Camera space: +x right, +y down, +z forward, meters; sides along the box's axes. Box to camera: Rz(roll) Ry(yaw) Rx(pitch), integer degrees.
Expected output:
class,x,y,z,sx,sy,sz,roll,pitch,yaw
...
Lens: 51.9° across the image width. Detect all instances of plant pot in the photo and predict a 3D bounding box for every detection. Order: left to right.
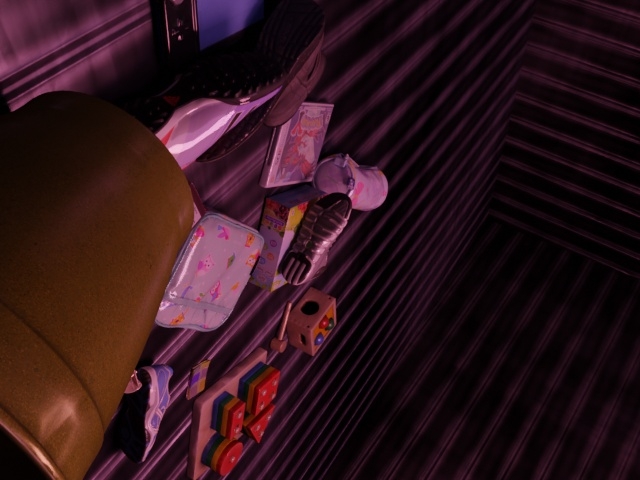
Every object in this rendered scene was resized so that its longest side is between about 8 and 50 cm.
class,x,y,z,sx,sy,sz,roll,pitch,yaw
plant pot,-0.315,0.033,0.674,0.366,0.367,0.353,90,20,-45

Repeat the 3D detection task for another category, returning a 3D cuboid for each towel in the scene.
class,x,y,z,sx,sy,sz,roll,pitch,yaw
towel,-0.268,0.304,1.439,0.060,0.009,0.083,-23,133,-58

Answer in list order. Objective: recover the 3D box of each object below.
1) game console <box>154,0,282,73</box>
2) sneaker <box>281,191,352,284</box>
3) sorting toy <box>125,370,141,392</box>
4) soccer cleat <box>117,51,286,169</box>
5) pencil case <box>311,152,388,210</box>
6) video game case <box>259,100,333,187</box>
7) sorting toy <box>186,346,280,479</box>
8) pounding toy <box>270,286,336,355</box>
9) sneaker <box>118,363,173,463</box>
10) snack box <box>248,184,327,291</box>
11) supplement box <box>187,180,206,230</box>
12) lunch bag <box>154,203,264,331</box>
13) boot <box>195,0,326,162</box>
class,x,y,z,sx,sy,sz,roll,pitch,yaw
game console,-0.082,-0.381,0.944,0.293,0.173,0.250,-44,149,-41
sneaker,0.000,0.000,1.469,0.228,0.086,0.132,-55,163,0
sorting toy,-0.356,0.239,1.136,0.075,0.045,0.083,-39,147,-35
soccer cleat,-0.186,-0.174,0.963,0.318,0.108,0.116,-35,151,-25
pencil case,0.078,-0.140,1.631,0.273,0.114,0.124,5,94,-67
video game case,-0.047,-0.207,1.398,0.201,0.023,0.183,-19,130,-61
sorting toy,-0.203,0.438,1.616,0.257,0.089,0.255,-35,143,-52
pounding toy,-0.041,0.232,1.765,0.206,0.094,0.181,-51,154,-33
sneaker,-0.324,0.329,1.243,0.081,0.080,0.211,-17,129,-58
snack box,-0.071,-0.008,1.485,0.174,0.070,0.207,-28,138,-57
supplement box,-0.273,-0.015,0.977,0.188,0.104,0.081,-56,156,-24
lunch bag,-0.218,0.053,1.163,0.224,0.108,0.279,-65,158,-2
boot,-0.100,-0.237,1.134,0.338,0.118,0.222,-46,172,-7
